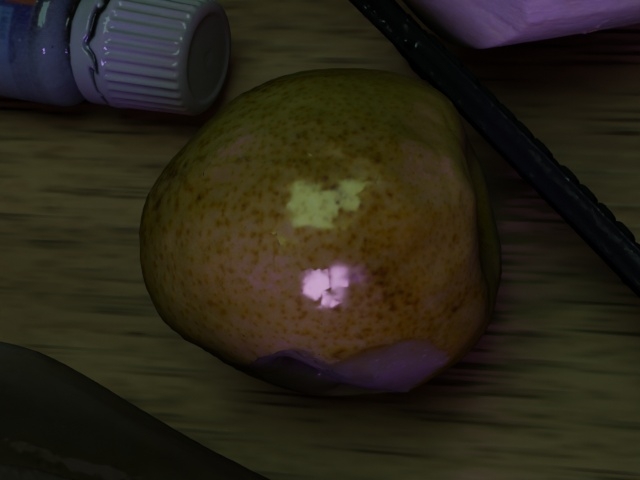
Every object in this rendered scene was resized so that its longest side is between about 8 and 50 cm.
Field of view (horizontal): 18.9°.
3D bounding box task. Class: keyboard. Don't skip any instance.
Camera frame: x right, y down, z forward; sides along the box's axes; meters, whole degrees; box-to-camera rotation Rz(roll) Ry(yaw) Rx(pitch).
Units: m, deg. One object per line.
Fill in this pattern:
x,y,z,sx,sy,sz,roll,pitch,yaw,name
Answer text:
0.116,-0.025,0.945,0.018,0.101,0.310,-43,59,4,keyboard

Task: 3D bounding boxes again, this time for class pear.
0.000,0.000,0.929,0.178,0.178,0.178,-7,62,14,pear

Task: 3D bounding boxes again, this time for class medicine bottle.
-0.153,-0.117,1.087,0.203,0.083,0.083,13,68,21,medicine bottle

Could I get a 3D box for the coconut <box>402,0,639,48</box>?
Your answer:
0.097,-0.197,0.962,0.222,0.202,0.202,-6,58,-18,coconut

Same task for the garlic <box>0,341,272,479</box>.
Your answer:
-0.136,0.143,0.845,0.340,0.231,0.246,36,87,12,garlic
